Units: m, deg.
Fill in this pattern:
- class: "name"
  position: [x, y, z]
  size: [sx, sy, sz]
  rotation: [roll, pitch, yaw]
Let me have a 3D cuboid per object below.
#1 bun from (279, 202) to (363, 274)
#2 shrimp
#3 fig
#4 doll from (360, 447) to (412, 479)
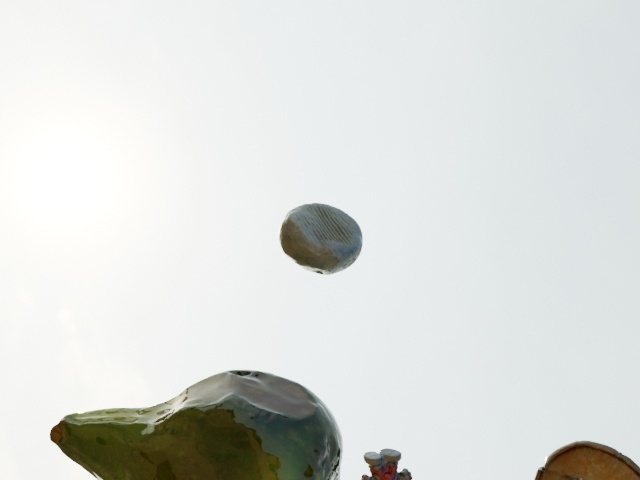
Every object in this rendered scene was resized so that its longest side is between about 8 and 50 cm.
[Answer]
- class: "bun"
  position: [0.000, 0.000, 1.432]
  size: [0.083, 0.083, 0.045]
  rotation: [47, -49, 20]
- class: "shrimp"
  position: [0.345, 0.391, 1.885]
  size: [0.178, 0.075, 0.289]
  rotation: [-1, -99, 16]
- class: "fig"
  position: [-0.119, 0.214, 1.425]
  size: [0.275, 0.206, 0.206]
  rotation: [9, -55, 15]
- class: "doll"
  position: [0.092, 0.352, 1.944]
  size: [0.079, 0.094, 0.180]
  rotation: [139, -56, -66]
